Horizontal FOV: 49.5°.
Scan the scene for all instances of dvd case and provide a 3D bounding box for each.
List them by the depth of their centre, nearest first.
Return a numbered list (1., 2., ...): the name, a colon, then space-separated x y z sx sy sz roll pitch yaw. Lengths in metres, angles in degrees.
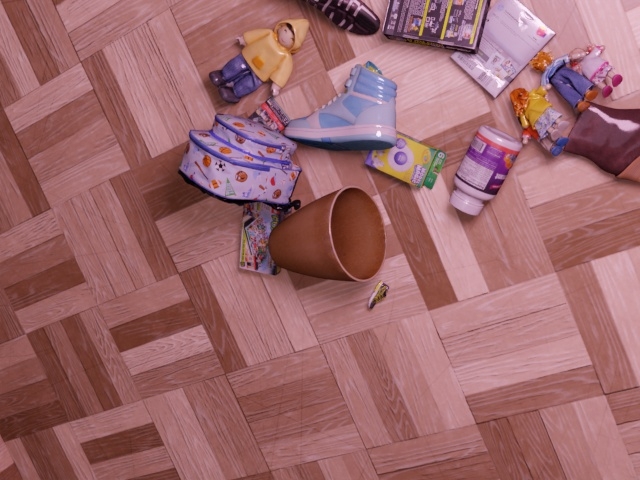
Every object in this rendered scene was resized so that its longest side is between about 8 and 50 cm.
1. dvd case: -0.143 -0.308 1.824 0.119 0.013 0.087 -38 89 24

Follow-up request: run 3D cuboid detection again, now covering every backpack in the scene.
1. backpack: -0.203 -0.191 1.707 0.277 0.263 0.213 27 114 34

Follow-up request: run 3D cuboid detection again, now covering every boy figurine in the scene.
1. boy figurine: -0.139 -0.452 1.742 0.285 0.092 0.177 -28 91 28

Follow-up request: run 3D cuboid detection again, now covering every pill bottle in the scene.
1. pill bottle: 0.378 -0.160 1.616 0.108 0.108 0.193 29 113 11

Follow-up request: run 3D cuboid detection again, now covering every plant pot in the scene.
1. plant pot: 0.000 0.000 1.760 0.254 0.237 0.237 -10 101 39

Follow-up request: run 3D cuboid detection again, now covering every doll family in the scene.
1. doll family: 0.505 -0.324 1.501 0.263 0.118 0.163 -53 51 24

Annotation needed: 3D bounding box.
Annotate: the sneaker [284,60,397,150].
1. sneaker: 0.057 -0.330 1.698 0.319 0.127 0.208 6 86 34

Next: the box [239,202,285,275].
1. box: -0.159 -0.015 1.899 0.114 0.036 0.206 11 108 17

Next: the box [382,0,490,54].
1. box: 0.274 -0.569 1.540 0.216 0.060 0.270 14 97 16

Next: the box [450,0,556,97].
1. box: 0.409 -0.440 1.565 0.145 0.038 0.186 44 116 5

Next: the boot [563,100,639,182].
1. boot: 0.668 -0.257 1.489 0.207 0.090 0.248 27 116 10

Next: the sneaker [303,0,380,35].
1. sneaker: 0.039 -0.615 1.627 0.281 0.106 0.162 28 73 -15

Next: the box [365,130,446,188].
1. box: 0.210 -0.202 1.705 0.179 0.043 0.105 25 112 11

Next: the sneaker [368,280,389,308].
1. sneaker: 0.153 0.148 1.829 0.035 0.031 0.083 27 112 11
